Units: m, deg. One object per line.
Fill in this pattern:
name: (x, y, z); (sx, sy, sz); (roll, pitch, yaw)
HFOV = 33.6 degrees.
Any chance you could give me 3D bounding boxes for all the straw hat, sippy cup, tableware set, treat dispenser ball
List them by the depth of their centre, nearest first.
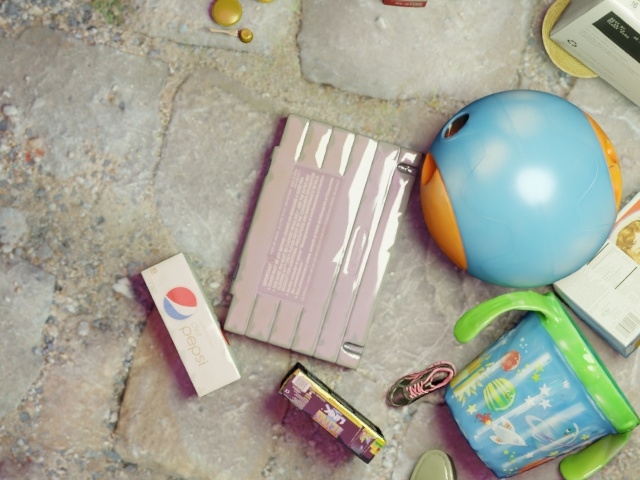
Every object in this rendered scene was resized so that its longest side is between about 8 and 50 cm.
treat dispenser ball: (0.289, -0.075, 1.541); (0.288, 0.288, 0.288); (0, 89, 0)
sippy cup: (0.315, 0.230, 1.577); (0.224, 0.240, 0.305); (-34, 80, 10)
straw hat: (0.404, -0.315, 1.660); (0.144, 0.061, 0.144); (1, 86, -11)
tableware set: (-0.116, -0.392, 1.683); (0.104, 0.024, 0.154); (9, 88, -3)

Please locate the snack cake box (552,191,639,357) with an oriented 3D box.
snack cake box: (0.499, 0.029, 1.615); (0.264, 0.089, 0.152); (-44, 65, -1)

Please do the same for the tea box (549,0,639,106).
tea box: (0.581, -0.346, 1.551); (0.329, 0.220, 0.323); (38, 82, -6)

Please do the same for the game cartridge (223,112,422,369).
game cartridge: (0.000, 0.000, 1.656); (0.230, 0.068, 0.355); (17, 89, 4)

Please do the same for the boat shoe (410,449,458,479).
boat shoe: (0.181, 0.438, 1.642); (0.081, 0.069, 0.228); (1, 83, 40)

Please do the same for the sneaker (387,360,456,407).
sneaker: (0.158, 0.225, 1.650); (0.119, 0.057, 0.047); (-29, 91, 1)

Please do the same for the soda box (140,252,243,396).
soda box: (-0.198, 0.129, 1.646); (0.074, 0.069, 0.216); (-25, 88, -1)

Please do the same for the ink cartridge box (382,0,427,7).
ink cartridge box: (0.138, -0.437, 1.605); (0.072, 0.175, 0.127); (6, 89, 0)

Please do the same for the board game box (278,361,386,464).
board game box: (0.016, 0.259, 1.606); (0.170, 0.141, 0.048); (39, 87, 1)
